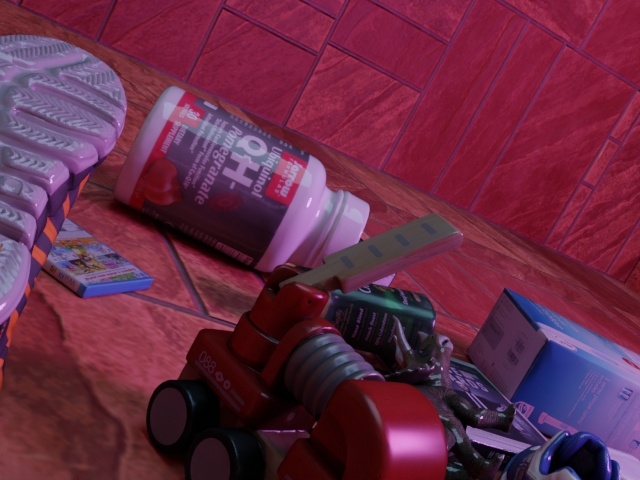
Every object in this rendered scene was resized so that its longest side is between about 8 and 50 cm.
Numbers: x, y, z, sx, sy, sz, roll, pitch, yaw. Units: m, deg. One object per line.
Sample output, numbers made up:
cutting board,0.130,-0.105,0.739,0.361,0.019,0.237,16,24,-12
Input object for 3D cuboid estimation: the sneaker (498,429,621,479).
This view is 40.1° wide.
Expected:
sneaker,0.239,0.238,0.832,0.112,0.131,0.296,29,11,10

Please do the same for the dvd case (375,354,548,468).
dvd case,0.181,0.203,1.082,0.179,0.029,0.238,22,15,-30

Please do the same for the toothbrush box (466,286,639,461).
toothbrush box,0.387,0.213,1.270,0.295,0.126,0.216,27,12,-10

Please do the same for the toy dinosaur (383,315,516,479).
toy dinosaur,0.097,0.185,0.845,0.160,0.121,0.313,19,14,15

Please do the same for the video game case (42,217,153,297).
video game case,-0.271,0.007,0.922,0.166,0.015,0.119,32,12,18

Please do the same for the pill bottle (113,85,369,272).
pill bottle,-0.102,-0.064,1.197,0.318,0.176,0.176,26,12,-8

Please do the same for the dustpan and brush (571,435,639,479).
dustpan and brush,0.381,0.316,1.030,0.147,0.060,0.211,21,8,-27

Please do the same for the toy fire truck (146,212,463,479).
toy fire truck,0.021,0.097,0.650,0.158,0.246,0.217,14,18,-47

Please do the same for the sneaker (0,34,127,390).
sneaker,-0.237,-0.005,0.598,0.124,0.180,0.321,25,39,-10

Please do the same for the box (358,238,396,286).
box,0.000,0.000,1.455,0.175,0.051,0.220,18,17,-40

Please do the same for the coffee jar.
coffee jar,0.040,0.088,1.058,0.184,0.079,0.096,13,15,-11
